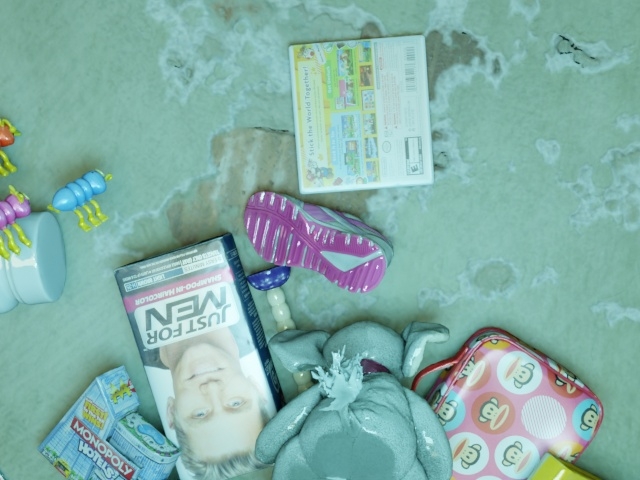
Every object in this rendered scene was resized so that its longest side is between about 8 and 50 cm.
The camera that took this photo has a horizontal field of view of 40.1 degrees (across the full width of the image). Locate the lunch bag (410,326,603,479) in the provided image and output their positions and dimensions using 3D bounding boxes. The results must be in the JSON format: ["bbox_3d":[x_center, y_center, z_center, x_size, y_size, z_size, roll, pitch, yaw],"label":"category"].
[{"bbox_3d":[0.243,0.285,1.308,0.258,0.120,0.293,34,94,0],"label":"lunch bag"}]

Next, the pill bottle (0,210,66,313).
[{"bbox_3d":[-0.535,0.034,1.296,0.283,0.161,0.161,-5,93,1],"label":"pill bottle"}]

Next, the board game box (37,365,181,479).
[{"bbox_3d":[-0.307,0.293,1.294,0.194,0.060,0.194,37,118,18],"label":"board game box"}]

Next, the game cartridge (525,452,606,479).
[{"bbox_3d":[0.328,0.485,1.277,0.285,0.053,0.323,30,94,-36],"label":"game cartridge"}]

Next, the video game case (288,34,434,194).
[{"bbox_3d":[0.062,-0.190,1.333,0.206,0.026,0.227,-4,94,2],"label":"video game case"}]

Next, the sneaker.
[{"bbox_3d":[0.000,0.000,1.312,0.252,0.111,0.103,27,107,21],"label":"sneaker"}]

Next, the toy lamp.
[{"bbox_3d":[-0.038,0.174,1.333,0.080,0.080,0.274,-17,90,3],"label":"toy lamp"}]

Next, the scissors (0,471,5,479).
[{"bbox_3d":[-0.514,0.362,1.384,0.297,0.021,0.109,38,92,1],"label":"scissors"}]

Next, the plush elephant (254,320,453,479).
[{"bbox_3d":[0.055,0.227,1.212,0.272,0.255,0.330,4,119,12],"label":"plush elephant"}]

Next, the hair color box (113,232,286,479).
[{"bbox_3d":[-0.169,0.179,1.322,0.174,0.105,0.347,-17,93,3],"label":"hair color box"}]

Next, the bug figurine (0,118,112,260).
[{"bbox_3d":[-0.447,-0.082,1.249,0.279,0.216,0.072,26,135,22],"label":"bug figurine"}]
